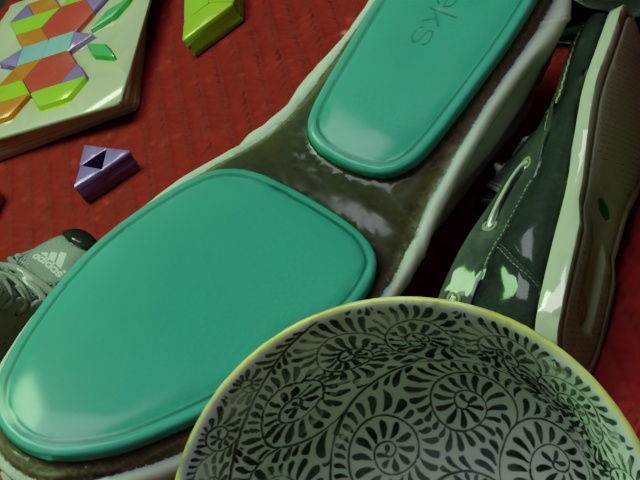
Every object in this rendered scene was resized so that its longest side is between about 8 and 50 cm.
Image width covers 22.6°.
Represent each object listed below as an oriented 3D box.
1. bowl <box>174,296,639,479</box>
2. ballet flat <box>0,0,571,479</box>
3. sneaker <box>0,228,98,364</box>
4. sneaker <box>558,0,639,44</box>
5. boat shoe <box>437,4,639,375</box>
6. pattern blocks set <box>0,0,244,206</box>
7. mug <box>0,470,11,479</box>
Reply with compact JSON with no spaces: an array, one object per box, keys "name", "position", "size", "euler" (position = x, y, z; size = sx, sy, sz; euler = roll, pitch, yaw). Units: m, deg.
[{"name":"bowl","position":[0.039,0.102,0.563],"size":[0.170,0.170,0.080],"euler":[-19,-3,14]},{"name":"ballet flat","position":[0.000,0.000,0.815],"size":[0.139,0.139,0.400],"euler":[16,55,42]},{"name":"sneaker","position":[-0.179,0.018,0.844],"size":[0.132,0.229,0.086],"euler":[-39,60,-22]},{"name":"sneaker","position":[0.138,-0.157,0.953],"size":[0.170,0.051,0.089],"euler":[18,55,39]},{"name":"boat shoe","position":[0.116,-0.031,0.809],"size":[0.079,0.084,0.233],"euler":[-1,51,32]},{"name":"pattern blocks set","position":[-0.188,-0.129,1.153],"size":[0.285,0.026,0.325],"euler":[-24,39,9]},{"name":"mug","position":[-0.138,0.164,0.770],"size":[0.113,0.150,0.169],"euler":[-5,23,-44]}]
